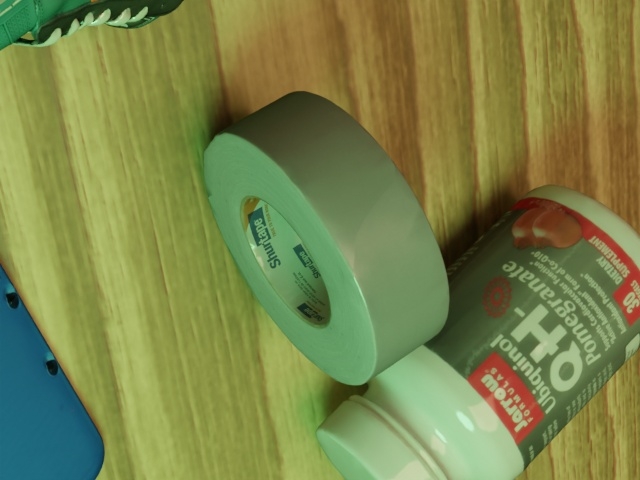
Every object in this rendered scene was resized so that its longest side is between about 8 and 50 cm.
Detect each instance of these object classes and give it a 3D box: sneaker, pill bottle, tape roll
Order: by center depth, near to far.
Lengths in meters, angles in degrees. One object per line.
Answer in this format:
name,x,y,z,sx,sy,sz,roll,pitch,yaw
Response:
sneaker,-0.145,-0.175,0.716,0.302,0.108,0.121,-55,144,-43
tape roll,0.000,0.000,0.849,0.072,0.219,0.219,-33,119,-22
pill bottle,0.152,0.111,1.008,0.318,0.176,0.176,-42,123,-17

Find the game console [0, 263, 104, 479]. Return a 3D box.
game console,-0.330,0.140,0.790,0.250,0.173,0.293,-19,117,6
